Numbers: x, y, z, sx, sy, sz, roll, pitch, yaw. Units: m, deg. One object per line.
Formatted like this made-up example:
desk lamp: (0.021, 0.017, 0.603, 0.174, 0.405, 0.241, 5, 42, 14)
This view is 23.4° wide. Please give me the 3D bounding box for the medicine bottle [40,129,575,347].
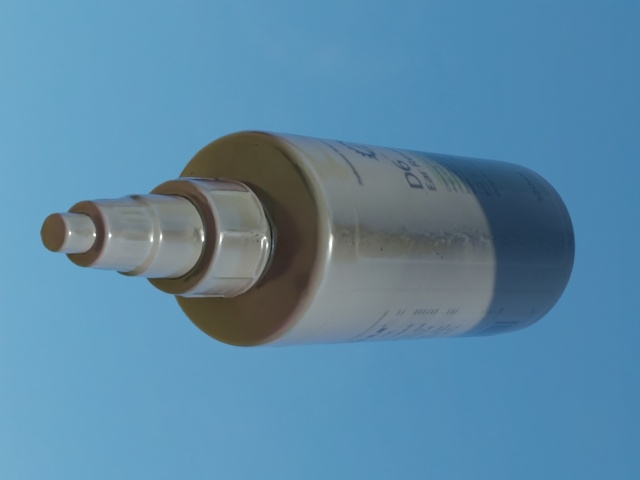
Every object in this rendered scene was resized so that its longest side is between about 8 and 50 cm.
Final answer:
medicine bottle: (0.000, 0.000, 0.420, 0.057, 0.199, 0.058, -1, -92, 37)
